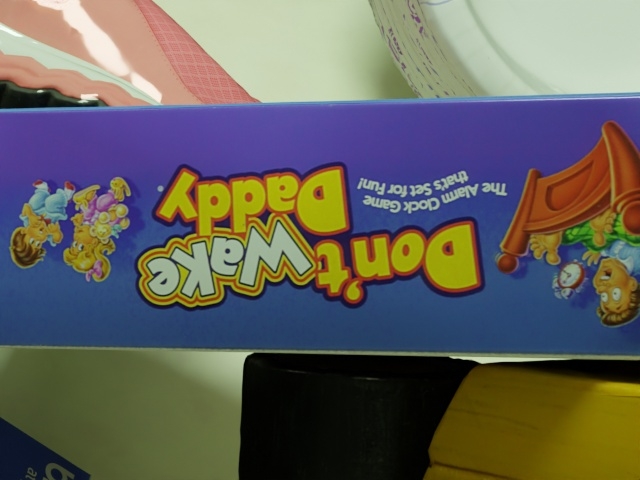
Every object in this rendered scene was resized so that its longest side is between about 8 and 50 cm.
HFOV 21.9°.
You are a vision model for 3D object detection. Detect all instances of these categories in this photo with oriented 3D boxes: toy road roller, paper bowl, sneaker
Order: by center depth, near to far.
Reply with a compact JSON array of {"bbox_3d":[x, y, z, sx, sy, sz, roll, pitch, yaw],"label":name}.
[{"bbox_3d":[0.128,0.140,0.576,0.240,0.202,0.329,1,2,-38],"label":"toy road roller"},{"bbox_3d":[-0.159,-0.100,0.846,0.314,0.116,0.136,36,36,5],"label":"sneaker"},{"bbox_3d":[0.158,-0.175,0.936,0.284,0.148,0.284,0,91,-17],"label":"paper bowl"}]

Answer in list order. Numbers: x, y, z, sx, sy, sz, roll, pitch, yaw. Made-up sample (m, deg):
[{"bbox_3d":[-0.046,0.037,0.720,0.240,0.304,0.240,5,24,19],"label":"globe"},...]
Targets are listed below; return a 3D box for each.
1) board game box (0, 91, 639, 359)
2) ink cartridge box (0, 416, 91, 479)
[{"bbox_3d":[0.000,0.000,0.612,0.347,0.078,0.233,0,-2,17],"label":"board game box"},{"bbox_3d":[-0.152,0.142,0.588,0.097,0.046,0.207,36,31,-18],"label":"ink cartridge box"}]
